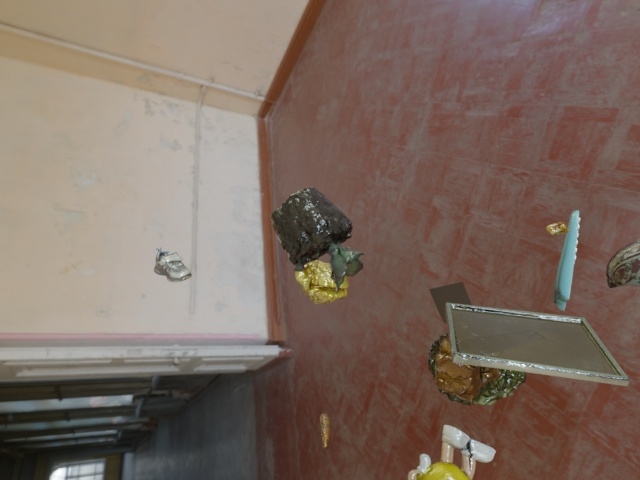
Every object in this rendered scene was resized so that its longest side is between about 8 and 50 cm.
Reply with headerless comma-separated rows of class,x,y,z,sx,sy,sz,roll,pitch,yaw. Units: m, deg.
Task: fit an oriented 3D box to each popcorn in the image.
popcorn,0.003,0.205,2.054,0.265,0.332,0.225,22,84,44

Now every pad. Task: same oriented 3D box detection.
pad,0.639,0.304,1.997,0.164,0.243,0.004,-17,30,24

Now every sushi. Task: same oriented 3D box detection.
sushi,0.588,0.467,1.568,0.352,0.178,0.294,-57,40,47

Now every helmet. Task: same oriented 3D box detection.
helmet,0.839,0.052,1.086,0.177,0.153,0.107,-22,89,34

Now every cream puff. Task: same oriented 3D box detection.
cream puff,0.463,0.371,1.294,0.155,0.269,0.241,32,127,50

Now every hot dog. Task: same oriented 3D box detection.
hot dog,0.699,-0.037,1.207,0.034,0.090,0.030,-53,50,50

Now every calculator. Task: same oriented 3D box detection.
calculator,0.973,0.066,1.628,0.054,0.256,0.386,12,74,29

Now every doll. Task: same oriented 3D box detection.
doll,0.481,0.899,1.502,0.161,0.348,0.423,103,170,-71

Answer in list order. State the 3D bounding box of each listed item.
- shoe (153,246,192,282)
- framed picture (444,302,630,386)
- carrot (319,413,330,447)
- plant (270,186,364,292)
shoe,-0.538,0.085,1.505,0.180,0.089,0.092,18,118,35
framed picture,0.434,0.209,0.884,0.232,0.315,0.024,-54,-32,-67
carrot,0.017,0.632,1.379,0.165,0.036,0.035,-101,22,-80
plant,0.000,0.000,0.820,0.131,0.142,0.203,-48,68,22
